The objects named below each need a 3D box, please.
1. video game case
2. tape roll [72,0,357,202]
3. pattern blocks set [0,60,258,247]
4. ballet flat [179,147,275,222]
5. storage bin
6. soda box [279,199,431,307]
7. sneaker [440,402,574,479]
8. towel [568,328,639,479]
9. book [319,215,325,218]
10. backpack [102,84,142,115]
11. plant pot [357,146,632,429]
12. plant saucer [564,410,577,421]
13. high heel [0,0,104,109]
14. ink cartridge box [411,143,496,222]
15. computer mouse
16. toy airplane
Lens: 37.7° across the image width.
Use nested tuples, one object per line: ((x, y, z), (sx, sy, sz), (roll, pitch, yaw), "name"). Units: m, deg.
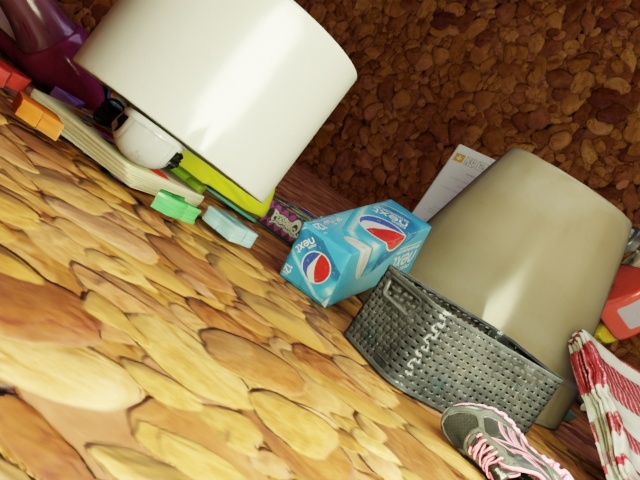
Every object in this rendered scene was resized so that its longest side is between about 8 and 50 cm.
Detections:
((0.000, 0.000, 1.380), (0.210, 0.042, 0.232), (34, 5, 25), "video game case")
((-0.106, -0.177, 0.968), (0.246, 0.169, 0.246), (37, -1, 1), "tape roll")
((-0.222, -0.096, 1.000), (0.325, 0.026, 0.285), (37, 7, 37), "pattern blocks set")
((-0.147, -0.100, 1.217), (0.231, 0.077, 0.077), (29, 8, -39), "ballet flat")
((0.127, 0.112, 0.901), (0.180, 0.084, 0.122), (30, 7, -28), "storage bin")
((0.045, 0.010, 1.068), (0.067, 0.071, 0.210), (35, 24, 20), "soda box")
((0.138, 0.167, 0.714), (0.119, 0.047, 0.057), (34, 17, 25), "sneaker")
((0.386, 0.240, 1.000), (0.237, 0.037, 0.329), (33, 24, -12), "towel")
((0.068, 0.000, 1.858), (0.144, 0.035, 0.096), (35, 9, 20), "book")
((-0.161, -0.226, 1.384), (0.263, 0.276, 0.213), (38, 7, -37), "backpack")
((0.257, 0.044, 1.246), (0.323, 0.280, 0.323), (34, 6, -4), "plant pot")
((0.299, 0.210, 1.407), (0.067, 0.018, 0.192), (28, 7, -44), "plant saucer")
((-0.403, -0.273, 1.345), (0.181, 0.127, 0.377), (62, -10, -21), "high heel")
((0.281, 0.024, 1.512), (0.303, 0.307, 0.072), (28, -21, 20), "ink cartridge box")
((-0.182, -0.101, 0.939), (0.106, 0.042, 0.193), (37, -1, -14), "computer mouse")
((0.415, 0.141, 1.675), (0.386, 0.272, 0.385), (26, -36, 25), "toy airplane")
